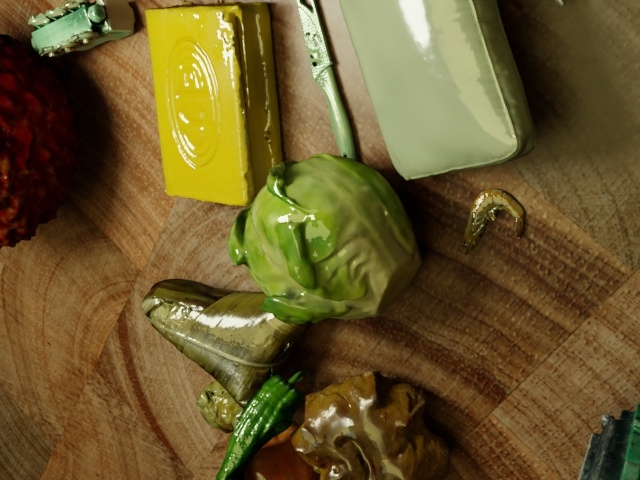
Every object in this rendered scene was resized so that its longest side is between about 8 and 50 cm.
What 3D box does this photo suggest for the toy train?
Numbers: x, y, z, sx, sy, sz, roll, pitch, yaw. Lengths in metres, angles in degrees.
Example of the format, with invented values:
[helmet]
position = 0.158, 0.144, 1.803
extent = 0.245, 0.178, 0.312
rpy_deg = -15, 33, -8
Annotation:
[toy train]
position = -0.423, -0.372, 1.375
extent = 0.194, 0.125, 0.080
rpy_deg = -8, 96, 39

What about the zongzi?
[zongzi]
position = -0.147, 0.114, 1.358
extent = 0.286, 0.134, 0.288
rpy_deg = 36, 122, 2

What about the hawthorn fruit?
[hawthorn fruit]
position = -0.073, 0.425, 1.415
extent = 0.189, 0.189, 0.189
rpy_deg = 13, 114, 30

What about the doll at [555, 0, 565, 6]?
[doll]
position = 0.278, -0.369, 0.944
extent = 0.160, 0.059, 0.160
rpy_deg = 15, 115, 29

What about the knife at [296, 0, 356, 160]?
[knife]
position = 0.008, -0.245, 1.198
extent = 0.043, 0.020, 0.292
rpy_deg = -7, 103, 37

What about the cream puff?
[cream puff]
position = 0.076, 0.331, 1.288
extent = 0.269, 0.155, 0.240
rpy_deg = -9, 93, 20

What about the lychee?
[lychee]
position = -0.663, -0.206, 1.405
extent = 0.425, 0.424, 0.499
rpy_deg = 1, 128, 34

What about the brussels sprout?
[brussels sprout]
position = 0.001, 0.000, 1.172
extent = 0.295, 0.227, 0.259
rpy_deg = 28, 136, 13

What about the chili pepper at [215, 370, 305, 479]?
[chili pepper]
position = -0.105, 0.327, 1.308
extent = 0.074, 0.100, 0.257
rpy_deg = 32, 88, 45

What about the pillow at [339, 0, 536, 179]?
[pillow]
position = 0.140, -0.244, 1.024
extent = 0.255, 0.120, 0.322
rpy_deg = -6, 104, 57

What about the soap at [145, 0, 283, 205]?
[soap]
position = -0.173, -0.226, 1.278
extent = 0.204, 0.096, 0.324
rpy_deg = 8, 112, 32

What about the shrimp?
[shrimp]
position = 0.247, -0.016, 1.121
extent = 0.083, 0.023, 0.114
rpy_deg = 30, 118, 18

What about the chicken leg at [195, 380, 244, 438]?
[chicken leg]
position = -0.172, 0.314, 1.450
extent = 0.228, 0.088, 0.103
rpy_deg = -4, 105, 69

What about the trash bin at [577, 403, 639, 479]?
[trash bin]
position = 0.501, 0.397, 0.952
extent = 0.381, 0.295, 0.259
rpy_deg = 10, 113, 25
